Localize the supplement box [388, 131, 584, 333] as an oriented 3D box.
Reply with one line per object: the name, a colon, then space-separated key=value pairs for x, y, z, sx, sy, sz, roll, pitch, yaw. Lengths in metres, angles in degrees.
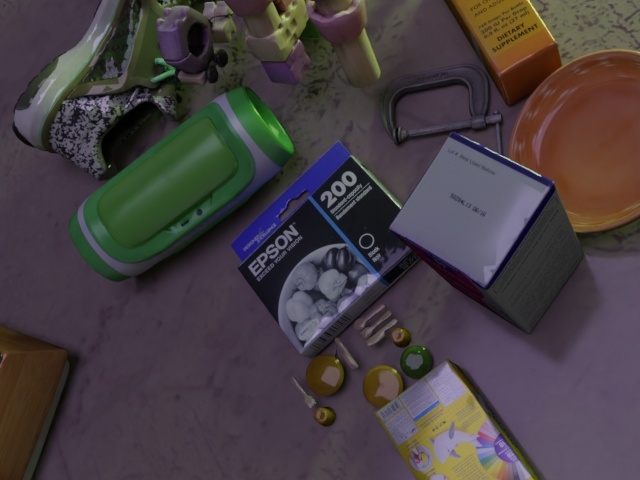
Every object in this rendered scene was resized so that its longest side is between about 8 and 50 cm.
supplement box: x=0.174 y=0.001 z=0.769 sx=0.111 sy=0.220 sz=0.114 roll=33 pitch=90 yaw=31

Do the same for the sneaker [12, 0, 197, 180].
sneaker: x=-0.249 y=-0.254 z=1.126 sx=0.182 sy=0.158 sz=0.410 roll=40 pitch=95 yaw=10

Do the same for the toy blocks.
toy blocks: x=-0.058 y=-0.371 z=0.947 sx=0.309 sy=0.260 sz=0.288 roll=8 pitch=60 yaw=28

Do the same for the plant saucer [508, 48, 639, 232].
plant saucer: x=0.297 y=-0.103 z=0.824 sx=0.200 sy=0.037 sz=0.199 roll=-15 pitch=67 yaw=40

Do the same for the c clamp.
c clamp: x=0.145 y=-0.155 z=0.949 sx=0.161 sy=0.022 sz=0.137 roll=-1 pitch=73 yaw=25

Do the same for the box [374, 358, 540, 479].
box: x=0.149 y=0.226 z=0.808 sx=0.105 sy=0.043 sz=0.179 roll=-39 pitch=59 yaw=9

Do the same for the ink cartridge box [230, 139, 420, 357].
ink cartridge box: x=0.000 y=0.000 z=0.954 sx=0.206 sy=0.045 sz=0.208 roll=-44 pitch=59 yaw=7

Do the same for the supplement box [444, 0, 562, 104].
supplement box: x=0.202 y=-0.282 z=0.934 sx=0.078 sy=0.080 sz=0.233 roll=-29 pitch=61 yaw=12

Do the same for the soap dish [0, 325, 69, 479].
soap dish: x=-0.511 y=0.222 z=1.079 sx=0.291 sy=0.118 sz=0.228 roll=12 pitch=78 yaw=27

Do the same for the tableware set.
tableware set: x=0.049 y=0.155 z=0.892 sx=0.154 sy=0.024 sz=0.104 roll=-41 pitch=64 yaw=7

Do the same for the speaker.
speaker: x=-0.183 y=-0.071 z=1.019 sx=0.297 sy=0.131 sz=0.131 roll=-35 pitch=62 yaw=11
